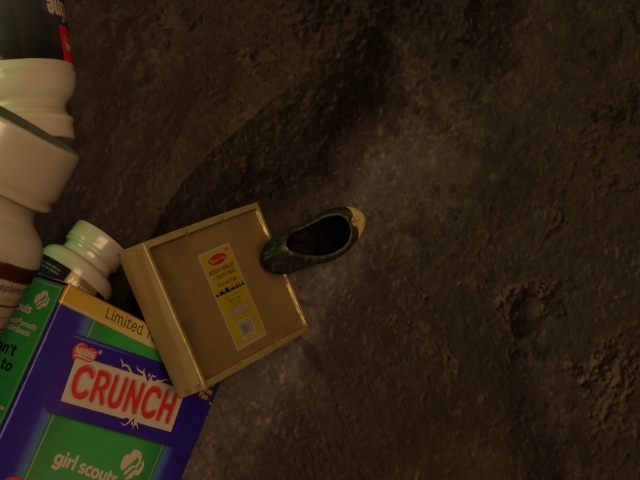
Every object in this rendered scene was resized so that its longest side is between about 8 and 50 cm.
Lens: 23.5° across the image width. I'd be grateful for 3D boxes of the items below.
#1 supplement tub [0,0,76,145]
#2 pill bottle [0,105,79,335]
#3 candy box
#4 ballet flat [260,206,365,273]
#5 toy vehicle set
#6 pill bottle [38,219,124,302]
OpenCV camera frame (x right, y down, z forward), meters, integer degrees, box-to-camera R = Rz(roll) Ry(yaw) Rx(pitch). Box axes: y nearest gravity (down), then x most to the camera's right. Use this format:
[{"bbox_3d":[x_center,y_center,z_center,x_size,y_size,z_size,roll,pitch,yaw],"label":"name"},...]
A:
[{"bbox_3d":[-0.369,-0.229,1.665,0.191,0.191,0.272,-9,87,-18],"label":"supplement tub"},{"bbox_3d":[-0.406,0.043,1.478,0.224,0.224,0.392,29,91,-12],"label":"pill bottle"},{"bbox_3d":[-0.269,0.220,1.618,0.268,0.122,0.317,32,75,-47],"label":"candy box"},{"bbox_3d":[0.000,0.000,1.806,0.173,0.049,0.057,-27,92,-45],"label":"ballet flat"},{"bbox_3d":[-0.110,0.059,1.703,0.035,0.267,0.166,-22,90,27],"label":"toy vehicle set"},{"bbox_3d":[-0.291,0.064,1.709,0.094,0.094,0.169,38,75,-10],"label":"pill bottle"}]
